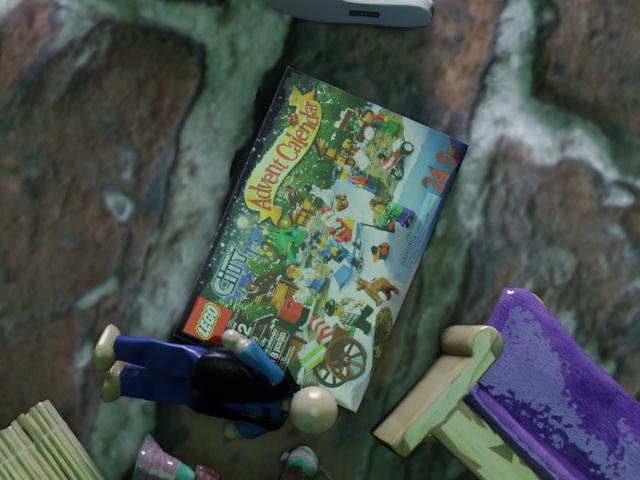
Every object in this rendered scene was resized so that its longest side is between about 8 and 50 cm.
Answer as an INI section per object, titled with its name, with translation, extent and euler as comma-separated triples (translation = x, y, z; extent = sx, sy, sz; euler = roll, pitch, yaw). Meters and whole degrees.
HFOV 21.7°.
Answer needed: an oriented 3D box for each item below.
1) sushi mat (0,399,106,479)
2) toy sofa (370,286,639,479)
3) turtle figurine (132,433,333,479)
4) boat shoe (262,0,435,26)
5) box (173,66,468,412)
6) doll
[sushi mat]
translation = -0.184, 0.292, 1.301
extent = 0.151, 0.019, 0.316
euler = -36, 83, -6
[toy sofa]
translation = 0.226, 0.205, 1.292
extent = 0.362, 0.150, 0.177
euler = 44, 86, -1
[turtle figurine]
translation = -0.034, 0.230, 1.274
extent = 0.234, 0.118, 0.175
euler = 13, 66, -3
[boat shoe]
translation = 0.022, -0.202, 1.349
extent = 0.142, 0.049, 0.040
euler = 7, 68, -6
[box]
translation = 0.000, 0.000, 1.335
extent = 0.159, 0.044, 0.233
euler = 23, 86, -3
[doll]
translation = -0.077, 0.115, 1.294
extent = 0.189, 0.129, 0.046
euler = 10, 47, 14
